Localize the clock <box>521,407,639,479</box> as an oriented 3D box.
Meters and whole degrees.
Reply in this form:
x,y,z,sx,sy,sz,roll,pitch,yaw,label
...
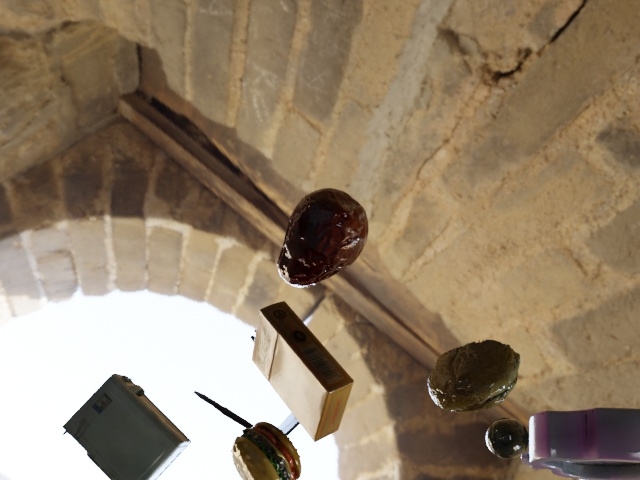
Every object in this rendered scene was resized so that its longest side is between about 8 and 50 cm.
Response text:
x,y,z,sx,sy,sz,roll,pitch,yaw,label
0.598,0.437,1.475,0.338,0.102,0.338,4,-25,2,clock

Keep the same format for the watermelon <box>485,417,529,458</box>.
x,y,z,sx,sy,sz,roll,pitch,yaw,label
0.355,0.376,1.324,0.078,0.078,0.110,30,7,27,watermelon

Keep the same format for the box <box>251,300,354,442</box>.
x,y,z,sx,sy,sz,roll,pitch,yaw,label
-0.049,0.292,1.572,0.274,0.076,0.174,45,-44,35,box

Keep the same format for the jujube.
x,y,z,sx,sy,sz,roll,pitch,yaw,label
0.000,0.000,1.645,0.190,0.190,0.255,43,-55,6,jujube

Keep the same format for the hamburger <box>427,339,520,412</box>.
x,y,z,sx,sy,sz,roll,pitch,yaw,label
0.449,0.428,2.102,0.308,0.211,0.132,-21,-63,39,hamburger

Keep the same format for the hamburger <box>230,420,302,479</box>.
x,y,z,sx,sy,sz,roll,pitch,yaw,label
-0.113,0.461,1.455,0.162,0.115,0.162,34,-40,34,hamburger

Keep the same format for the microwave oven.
x,y,z,sx,sy,sz,roll,pitch,yaw,label
-0.392,0.398,1.432,0.205,0.163,0.129,42,-9,10,microwave oven

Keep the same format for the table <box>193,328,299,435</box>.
x,y,z,sx,sy,sz,roll,pitch,yaw,label
-0.147,0.390,1.896,0.249,0.317,0.317,46,-30,3,table
